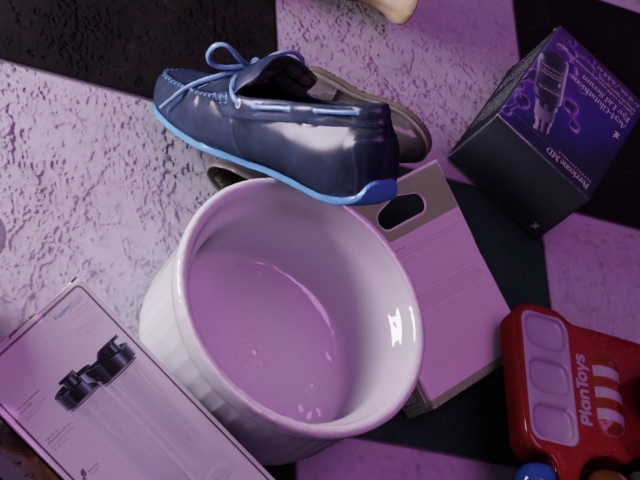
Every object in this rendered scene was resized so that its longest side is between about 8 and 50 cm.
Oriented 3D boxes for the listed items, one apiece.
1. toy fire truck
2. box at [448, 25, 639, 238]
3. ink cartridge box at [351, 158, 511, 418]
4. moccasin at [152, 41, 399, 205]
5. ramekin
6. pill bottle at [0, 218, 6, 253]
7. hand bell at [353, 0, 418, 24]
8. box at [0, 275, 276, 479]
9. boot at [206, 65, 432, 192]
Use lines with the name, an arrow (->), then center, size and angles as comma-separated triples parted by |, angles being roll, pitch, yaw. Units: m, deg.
toy fire truck -> 0.305, 0.230, 1.893 | 0.253, 0.169, 0.302 | 16, 56, -24
box -> 0.274, -0.130, 2.128 | 0.153, 0.108, 0.207 | 41, 48, -7
ink cartridge box -> 0.110, 0.051, 1.920 | 0.171, 0.056, 0.235 | -28, 90, -40
moccasin -> -0.036, -0.136, 1.802 | 0.342, 0.117, 0.137 | 22, 25, 38
ramekin -> -0.046, 0.089, 1.767 | 0.277, 0.135, 0.277 | 16, 56, -25
pill bottle -> -0.370, 0.069, 1.563 | 0.136, 0.136, 0.246 | 32, 50, -14
hand bell -> -0.015, -0.317, 2.068 | 0.242, 0.126, 0.126 | -1, 64, -21
box -> -0.192, 0.196, 1.639 | 0.290, 0.087, 0.169 | 46, 49, -3
boot -> 0.002, -0.090, 1.934 | 0.189, 0.076, 0.208 | 24, 41, 11
